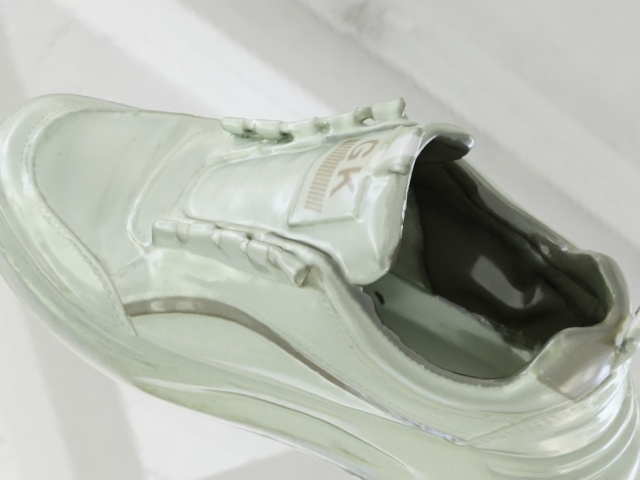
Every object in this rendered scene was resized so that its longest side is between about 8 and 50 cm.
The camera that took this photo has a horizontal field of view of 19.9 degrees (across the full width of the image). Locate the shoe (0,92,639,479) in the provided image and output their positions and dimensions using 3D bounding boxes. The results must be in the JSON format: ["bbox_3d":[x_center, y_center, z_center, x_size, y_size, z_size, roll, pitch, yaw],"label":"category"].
[{"bbox_3d":[0.000,0.000,0.739,0.316,0.159,0.124,26,-125,7],"label":"shoe"}]
